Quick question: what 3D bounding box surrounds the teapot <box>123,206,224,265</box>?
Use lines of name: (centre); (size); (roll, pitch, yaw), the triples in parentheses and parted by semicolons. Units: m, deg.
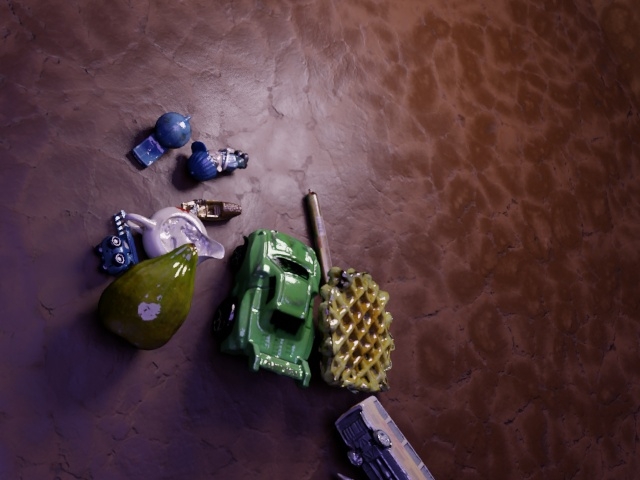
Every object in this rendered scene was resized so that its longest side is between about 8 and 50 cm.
teapot: (-0.323, -0.003, 1.768); (0.226, 0.092, 0.145); (23, 61, -29)

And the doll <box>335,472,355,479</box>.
doll: (0.069, 0.619, 1.816); (0.110, 0.107, 0.180); (36, 59, -31)

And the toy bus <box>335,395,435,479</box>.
toy bus: (0.170, 0.521, 1.858); (0.342, 0.097, 0.138); (53, 22, 11)

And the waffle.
waffle: (0.084, 0.215, 1.938); (0.317, 0.073, 0.297); (26, 62, -54)

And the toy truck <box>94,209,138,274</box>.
toy truck: (-0.429, 0.004, 1.722); (0.074, 0.063, 0.136); (-2, 73, -54)

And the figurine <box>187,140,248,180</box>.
figurine: (-0.241, -0.183, 1.900); (0.149, 0.086, 0.087); (-5, 118, -46)

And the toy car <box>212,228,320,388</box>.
toy car: (-0.098, 0.147, 1.818); (0.213, 0.176, 0.358); (25, 62, -26)

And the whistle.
whistle: (-0.343, -0.235, 1.838); (0.090, 0.090, 0.158); (48, 55, -11)

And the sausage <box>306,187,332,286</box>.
sausage: (0.001, 0.000, 2.016); (0.033, 0.033, 0.269); (-4, 77, -34)

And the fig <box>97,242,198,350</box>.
fig: (-0.345, 0.118, 1.680); (0.167, 0.167, 0.233); (45, 48, -13)

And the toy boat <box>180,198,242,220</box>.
toy boat: (-0.249, -0.071, 1.867); (0.149, 0.049, 0.047); (2, 74, -32)
